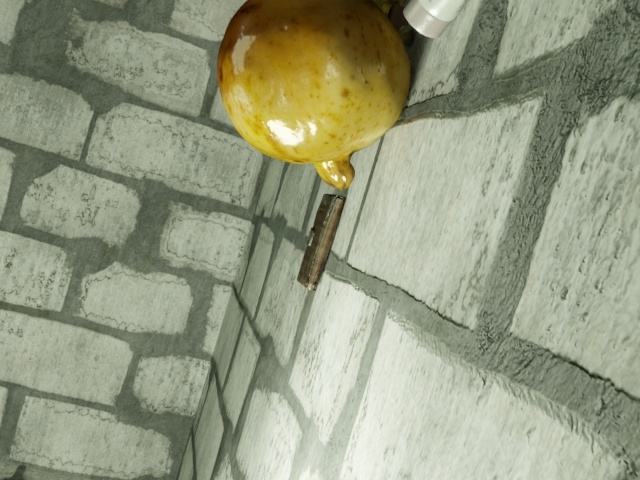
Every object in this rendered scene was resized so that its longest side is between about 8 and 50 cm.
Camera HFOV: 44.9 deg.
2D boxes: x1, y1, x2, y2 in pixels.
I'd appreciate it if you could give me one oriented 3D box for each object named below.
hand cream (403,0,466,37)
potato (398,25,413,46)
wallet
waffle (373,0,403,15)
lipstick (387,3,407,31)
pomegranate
[{"bbox_3d":[0.240,-0.462,1.301,0.248,0.083,0.133,-49,26,40],"label":"hand cream"},{"bbox_3d":[0.180,-0.423,1.613,0.093,0.036,0.037,-59,-44,-60],"label":"potato"},{"bbox_3d":[0.000,0.000,1.840,0.124,0.042,0.230,-155,80,-75],"label":"wallet"},{"bbox_3d":[0.080,-0.491,1.725,0.283,0.065,0.309,-32,-20,-20],"label":"waffle"},{"bbox_3d":[0.156,-0.440,1.700,0.045,0.045,0.146,-173,99,-81],"label":"lipstick"},{"bbox_3d":[-0.009,-0.298,1.517,0.410,0.409,0.411,-164,90,-78],"label":"pomegranate"}]
